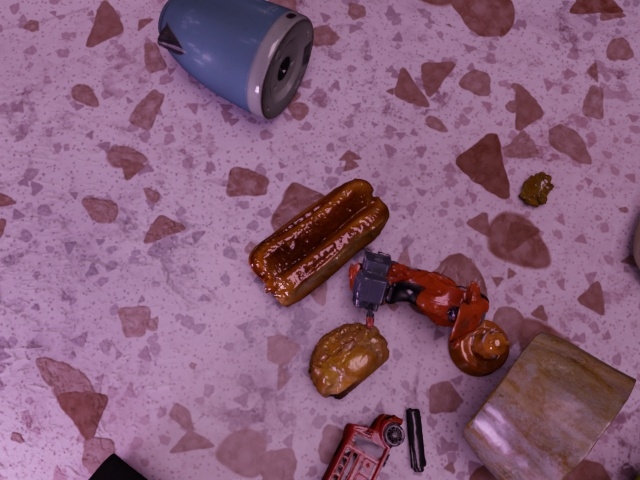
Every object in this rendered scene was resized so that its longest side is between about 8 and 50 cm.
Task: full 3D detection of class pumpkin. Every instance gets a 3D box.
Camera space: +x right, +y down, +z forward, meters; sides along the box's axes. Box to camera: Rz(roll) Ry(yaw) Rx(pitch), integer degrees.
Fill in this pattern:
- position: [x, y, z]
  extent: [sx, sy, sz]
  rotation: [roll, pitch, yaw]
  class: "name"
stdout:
- position: [0.439, 0.334, 1.130]
  extent: [0.332, 0.332, 0.199]
  rotation: [-39, 66, -13]
  class: "pumpkin"

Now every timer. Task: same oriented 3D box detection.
- position: [0.363, 0.226, 1.227]
  extent: [0.132, 0.152, 0.132]
  rotation: [1, 75, -4]
  class: "timer"

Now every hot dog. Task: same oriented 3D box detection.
- position: [0.000, 0.000, 1.279]
  extent: [0.349, 0.117, 0.158]
  rotation: [-39, 85, -15]
  class: "hot dog"

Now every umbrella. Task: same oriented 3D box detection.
- position: [0.208, 0.431, 1.224]
  extent: [0.036, 0.031, 0.133]
  rotation: [-2, 76, -3]
  class: "umbrella"

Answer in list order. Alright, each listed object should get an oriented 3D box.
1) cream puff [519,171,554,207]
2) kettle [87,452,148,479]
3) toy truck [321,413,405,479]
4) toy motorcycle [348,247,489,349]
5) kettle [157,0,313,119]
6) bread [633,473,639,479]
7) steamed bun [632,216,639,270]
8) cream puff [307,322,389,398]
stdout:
- position: [0.533, -0.124, 1.388]
  extent: [0.058, 0.083, 0.083]
  rotation: [20, 54, -45]
  class: "cream puff"
- position: [-0.351, 0.599, 1.049]
  extent: [0.308, 0.203, 0.262]
  rotation: [35, 73, 2]
  class: "kettle"
- position: [0.074, 0.461, 1.149]
  extent: [0.114, 0.107, 0.253]
  rotation: [28, 66, 6]
  class: "toy truck"
- position: [0.218, 0.122, 1.222]
  extent: [0.325, 0.221, 0.148]
  rotation: [13, 110, 0]
  class: "toy motorcycle"
- position: [-0.205, -0.485, 1.353]
  extent: [0.342, 0.247, 0.319]
  rotation: [27, 43, 11]
  class: "kettle"
- position: [0.777, 0.567, 1.084]
  extent: [0.348, 0.348, 0.308]
  rotation: [-39, 76, -13]
  class: "bread"
- position: [0.926, -0.003, 1.295]
  extent: [0.333, 0.233, 0.312]
  rotation: [20, 75, -1]
  class: "steamed bun"
- position: [0.052, 0.246, 1.192]
  extent: [0.189, 0.189, 0.129]
  rotation: [-34, 76, -12]
  class: "cream puff"
